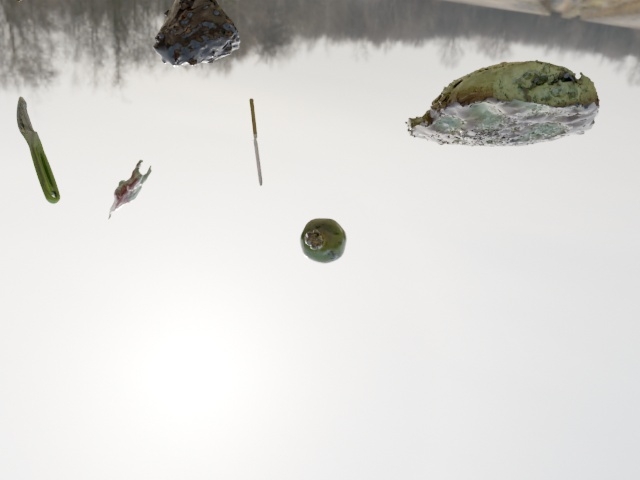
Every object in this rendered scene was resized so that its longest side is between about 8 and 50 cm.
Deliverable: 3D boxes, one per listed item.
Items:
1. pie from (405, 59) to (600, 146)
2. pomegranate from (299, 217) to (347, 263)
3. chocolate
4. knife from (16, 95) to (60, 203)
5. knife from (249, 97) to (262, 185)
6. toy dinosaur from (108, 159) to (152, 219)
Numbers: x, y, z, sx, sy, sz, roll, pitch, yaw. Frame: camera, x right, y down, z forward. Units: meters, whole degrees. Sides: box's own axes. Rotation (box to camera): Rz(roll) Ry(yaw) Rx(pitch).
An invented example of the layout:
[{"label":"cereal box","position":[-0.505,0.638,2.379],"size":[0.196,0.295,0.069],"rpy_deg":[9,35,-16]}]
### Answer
[{"label":"pie","position":[0.348,-0.244,1.179],"size":[0.355,0.102,0.288],"rpy_deg":[1,174,-9]},{"label":"pomegranate","position":[0.000,0.000,1.425],"size":[0.115,0.114,0.142],"rpy_deg":[16,-177,17]},{"label":"chocolate","position":[-0.245,-0.375,1.134],"size":[0.133,0.156,0.156],"rpy_deg":[-45,-135,-14]},{"label":"knife","position":[-0.367,-0.117,0.797],"size":[0.022,0.026,0.184],"rpy_deg":[-5,-125,-41]},{"label":"knife","position":[-0.188,-0.282,1.775],"size":[0.022,0.256,0.046],"rpy_deg":[-6,-179,-5]},{"label":"toy dinosaur","position":[-0.491,-0.113,1.546],"size":[0.053,0.242,0.167],"rpy_deg":[38,-153,-20]}]
